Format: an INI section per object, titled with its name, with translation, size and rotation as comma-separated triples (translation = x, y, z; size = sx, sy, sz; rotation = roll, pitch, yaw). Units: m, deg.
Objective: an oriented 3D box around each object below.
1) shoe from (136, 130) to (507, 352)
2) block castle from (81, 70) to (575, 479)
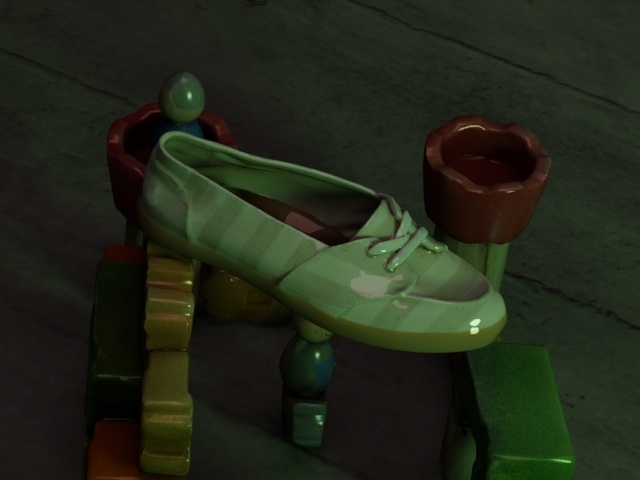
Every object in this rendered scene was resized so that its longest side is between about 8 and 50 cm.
[shoe]
translation = 0.000, 0.000, 1.086
size = 0.219, 0.058, 0.076
rotation = 21, 37, 11
[block castle]
translation = 0.011, 0.090, 1.190
size = 0.303, 0.213, 0.453
rotation = 2, 39, -7
